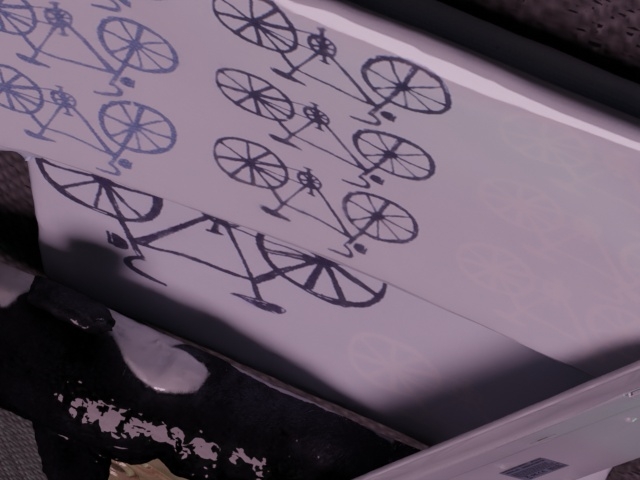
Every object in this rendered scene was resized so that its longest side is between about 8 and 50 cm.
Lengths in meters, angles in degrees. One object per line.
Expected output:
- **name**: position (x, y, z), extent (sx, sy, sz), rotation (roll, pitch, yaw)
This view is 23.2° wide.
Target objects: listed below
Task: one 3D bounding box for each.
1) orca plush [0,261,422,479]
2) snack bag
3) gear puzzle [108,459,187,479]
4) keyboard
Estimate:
- **orca plush**: position (-0.090, 0.101, 0.793), extent (0.287, 0.102, 0.151), rotation (25, 171, -7)
- **snack bag**: position (0.000, 0.000, 0.655), extent (0.323, 0.037, 0.342), rotation (22, 152, 6)
- **gear puzzle**: position (-0.078, 0.132, 0.946), extent (0.339, 0.044, 0.175), rotation (35, 153, -11)
- **keyboard**: position (0.086, 0.096, 0.683), extent (0.072, 0.014, 0.256), rotation (13, 152, -32)
